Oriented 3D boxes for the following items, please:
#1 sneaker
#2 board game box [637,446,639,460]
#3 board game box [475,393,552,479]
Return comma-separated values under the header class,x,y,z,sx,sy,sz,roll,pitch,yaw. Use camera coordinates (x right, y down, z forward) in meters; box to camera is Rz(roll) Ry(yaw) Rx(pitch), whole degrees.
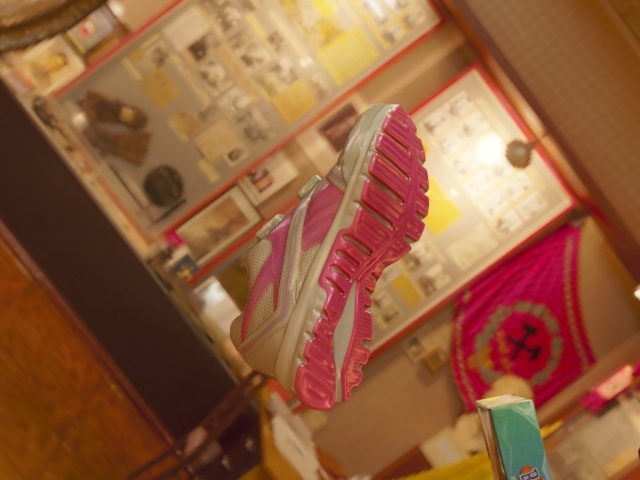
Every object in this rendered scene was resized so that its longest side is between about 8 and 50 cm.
class,x,y,z,sx,sy,sz,roll,pitch,yaw
sneaker,0.000,0.000,0.875,0.111,0.252,0.103,11,-23,36
board game box,0.520,0.377,1.531,0.145,0.027,0.281,23,22,1
board game box,0.214,0.269,1.169,0.160,0.047,0.210,60,16,-85
